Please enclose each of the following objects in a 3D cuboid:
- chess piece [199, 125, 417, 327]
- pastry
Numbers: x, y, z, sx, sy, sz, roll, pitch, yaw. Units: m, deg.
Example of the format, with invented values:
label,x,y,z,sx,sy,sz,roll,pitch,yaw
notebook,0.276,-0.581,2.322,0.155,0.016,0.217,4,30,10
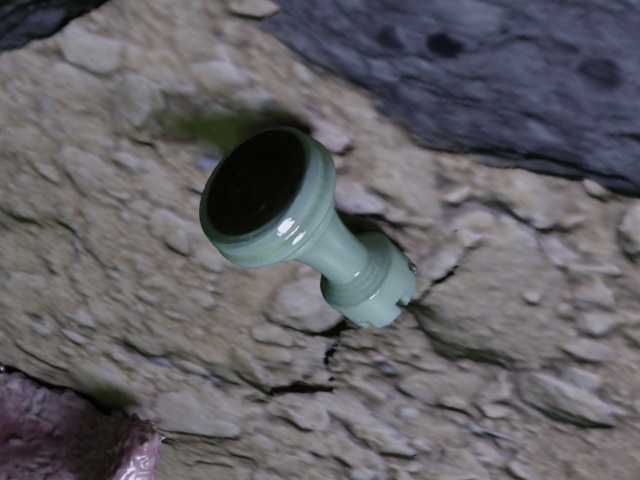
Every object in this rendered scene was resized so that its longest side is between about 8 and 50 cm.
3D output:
label,x,y,z,sx,sy,sz,roll,pitch,yaw
chess piece,0.000,0.000,0.820,0.067,0.067,0.103,-6,147,40
pastry,-0.218,0.133,1.136,0.265,0.103,0.112,15,155,18
